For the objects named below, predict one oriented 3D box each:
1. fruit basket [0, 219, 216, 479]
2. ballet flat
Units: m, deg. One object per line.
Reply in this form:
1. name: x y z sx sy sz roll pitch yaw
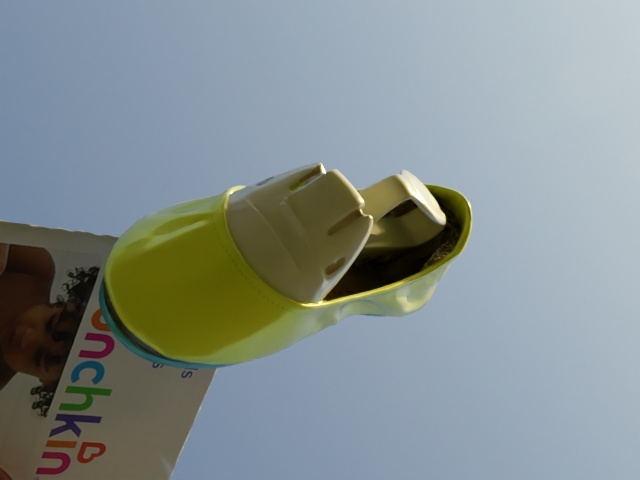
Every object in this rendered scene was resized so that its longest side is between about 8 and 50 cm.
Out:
1. fruit basket: -0.229 0.128 0.523 0.353 0.327 0.165 12 -155 -27
2. ballet flat: 0.000 0.000 0.548 0.231 0.077 0.077 -4 -122 -59
